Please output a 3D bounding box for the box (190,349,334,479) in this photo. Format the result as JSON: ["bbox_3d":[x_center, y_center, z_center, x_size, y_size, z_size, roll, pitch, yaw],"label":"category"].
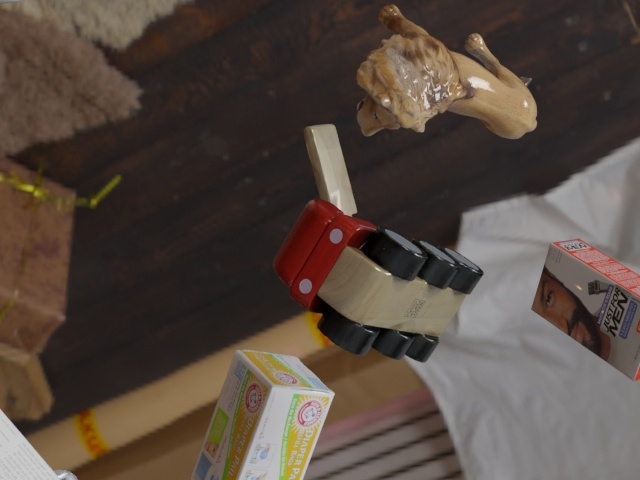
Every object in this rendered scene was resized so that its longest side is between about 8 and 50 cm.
[{"bbox_3d":[-0.080,0.264,1.653,0.103,0.114,0.203,11,104,-35],"label":"box"}]

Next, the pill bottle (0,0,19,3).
[{"bbox_3d":[-0.361,-0.316,1.191,0.318,0.176,0.176,2,138,22],"label":"pill bottle"}]

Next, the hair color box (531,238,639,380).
[{"bbox_3d":[0.323,0.076,1.389,0.053,0.167,0.093,-6,119,-35],"label":"hair color box"}]

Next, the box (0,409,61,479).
[{"bbox_3d":[-0.216,0.164,0.787,0.324,0.067,0.063,46,117,9],"label":"box"}]

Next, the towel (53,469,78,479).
[{"bbox_3d":[-0.291,0.345,0.995,0.235,0.283,0.121,-27,148,35],"label":"towel"}]

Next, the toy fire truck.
[{"bbox_3d":[0.029,-0.009,1.283,0.158,0.246,0.217,-59,150,10],"label":"toy fire truck"}]

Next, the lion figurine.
[{"bbox_3d":[0.206,-0.219,1.767,0.392,0.240,0.142,5,120,-30],"label":"lion figurine"}]
